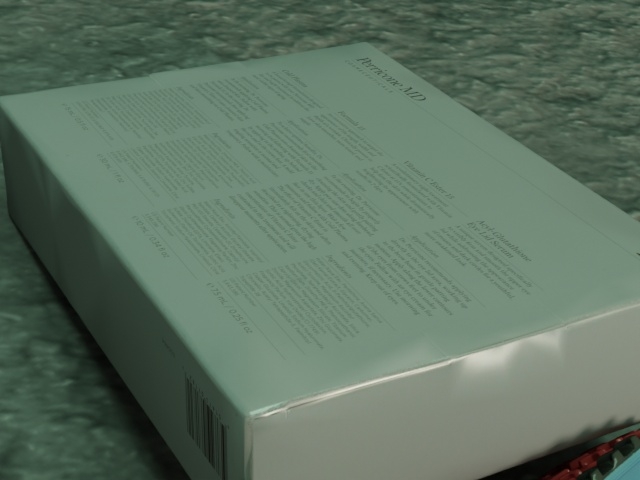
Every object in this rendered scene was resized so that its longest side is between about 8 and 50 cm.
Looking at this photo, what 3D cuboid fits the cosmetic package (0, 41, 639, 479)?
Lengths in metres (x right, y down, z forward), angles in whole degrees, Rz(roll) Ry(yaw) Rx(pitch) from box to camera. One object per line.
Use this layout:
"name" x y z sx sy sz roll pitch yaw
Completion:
"cosmetic package" 0.000 0.000 0.763 0.284 0.097 0.377 -15 34 -25

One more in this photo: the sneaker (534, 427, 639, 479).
"sneaker" 0.138 0.188 0.637 0.125 0.104 0.262 57 38 3
